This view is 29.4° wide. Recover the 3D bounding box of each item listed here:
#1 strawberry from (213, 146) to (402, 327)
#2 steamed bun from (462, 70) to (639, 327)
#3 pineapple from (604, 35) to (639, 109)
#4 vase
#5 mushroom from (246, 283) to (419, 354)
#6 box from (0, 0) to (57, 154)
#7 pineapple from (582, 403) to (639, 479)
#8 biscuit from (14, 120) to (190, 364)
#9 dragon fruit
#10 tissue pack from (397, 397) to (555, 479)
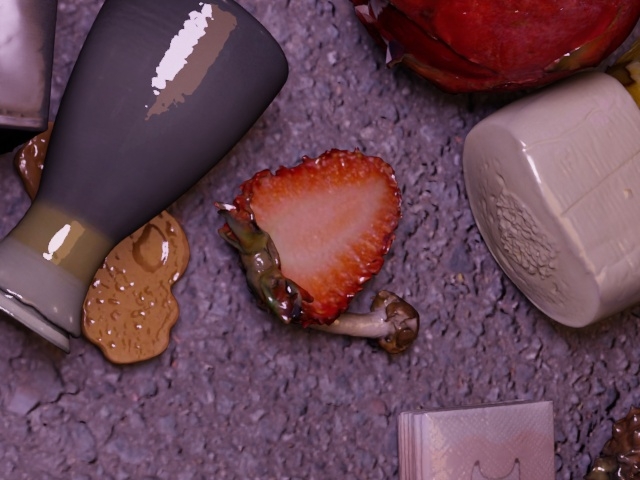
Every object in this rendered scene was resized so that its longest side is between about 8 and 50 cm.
[{"bbox_3d":[-0.004,0.003,1.205,0.208,0.087,0.167,-17,78,-40],"label":"strawberry"},{"bbox_3d":[0.271,-0.043,1.295,0.200,0.155,0.250,-28,94,-26],"label":"steamed bun"},{"bbox_3d":[0.364,-0.193,1.376,0.077,0.114,0.114,13,79,-5],"label":"pineapple"},{"bbox_3d":[-0.177,-0.066,1.059,0.173,0.173,0.321,35,79,-20],"label":"vase"},{"bbox_3d":[0.017,0.069,1.230,0.187,0.061,0.060,14,55,-20],"label":"mushroom"},{"bbox_3d":[-0.383,-0.186,0.945,0.345,0.251,0.204,3,88,-23],"label":"box"},{"bbox_3d":[0.378,0.252,1.343,0.193,0.166,0.166,0,89,-13],"label":"pineapple"},{"bbox_3d":[-0.196,-0.002,1.143,0.144,0.040,0.236,-13,94,-18],"label":"biscuit"},{"bbox_3d":[0.173,-0.289,1.188,0.301,0.295,0.296,-6,92,-11],"label":"dragon fruit"},{"bbox_3d":[0.168,0.334,1.286,0.170,0.071,0.325,-1,89,-27],"label":"tissue pack"}]
